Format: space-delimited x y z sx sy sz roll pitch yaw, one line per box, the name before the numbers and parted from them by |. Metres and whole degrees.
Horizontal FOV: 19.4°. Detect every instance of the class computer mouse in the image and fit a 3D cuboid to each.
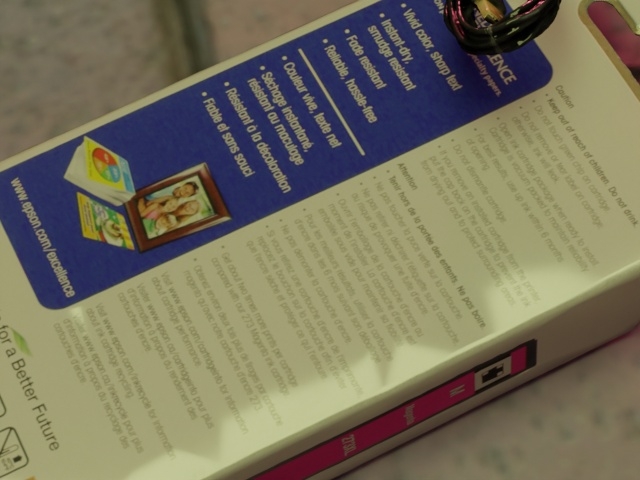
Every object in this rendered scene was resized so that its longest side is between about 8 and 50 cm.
computer mouse | 0.051 -0.148 0.812 0.071 0.041 0.242 -20 33 -2

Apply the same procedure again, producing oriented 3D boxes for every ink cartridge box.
ink cartridge box | 0.000 0.000 0.776 0.371 0.069 0.175 -26 61 -7
